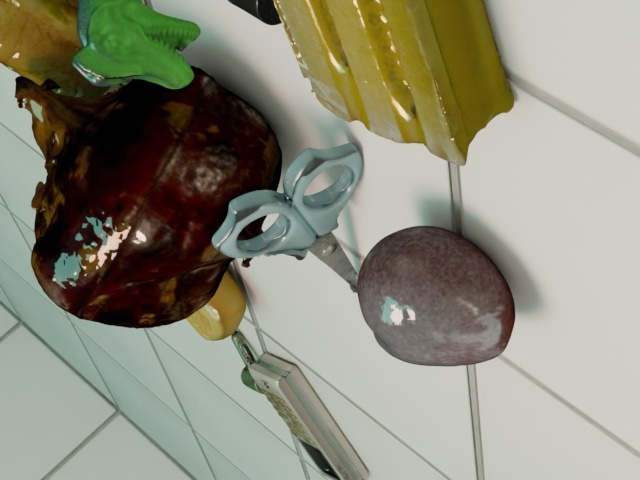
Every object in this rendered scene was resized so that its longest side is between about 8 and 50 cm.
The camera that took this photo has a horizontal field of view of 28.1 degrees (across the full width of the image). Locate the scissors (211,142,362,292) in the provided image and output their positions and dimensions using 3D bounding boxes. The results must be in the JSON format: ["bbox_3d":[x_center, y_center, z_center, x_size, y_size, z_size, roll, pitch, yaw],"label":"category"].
[{"bbox_3d":[0.001,0.001,1.517,0.029,0.191,0.360,56,-177,29],"label":"scissors"}]

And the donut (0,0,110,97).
[{"bbox_3d":[-0.361,-0.278,1.608,0.261,0.128,0.208,36,-174,-36],"label":"donut"}]

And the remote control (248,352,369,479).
[{"bbox_3d":[-0.021,0.322,2.240,0.103,0.055,0.277,16,143,57],"label":"remote control"}]

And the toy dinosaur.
[{"bbox_3d":[-0.326,-0.348,1.096,0.499,0.375,0.144,9,172,-27],"label":"toy dinosaur"}]

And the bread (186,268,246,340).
[{"bbox_3d":[-0.205,0.060,2.067,0.217,0.098,0.147,46,159,-2],"label":"bread"}]

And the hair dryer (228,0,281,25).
[{"bbox_3d":[-0.078,-0.312,1.180,0.124,0.071,0.219,37,151,27],"label":"hair dryer"}]

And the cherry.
[{"bbox_3d":[0.122,0.060,1.352,0.176,0.140,0.176,17,149,11],"label":"cherry"}]

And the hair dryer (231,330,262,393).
[{"bbox_3d":[-0.135,0.205,2.283,0.071,0.047,0.150,9,131,61],"label":"hair dryer"}]

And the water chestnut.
[{"bbox_3d":[-0.233,-0.072,1.536,0.347,0.335,0.335,36,164,-18],"label":"water chestnut"}]

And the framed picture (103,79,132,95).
[{"bbox_3d":[-0.274,-0.165,1.908,0.192,0.018,0.265,30,153,38],"label":"framed picture"}]

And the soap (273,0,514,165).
[{"bbox_3d":[0.038,-0.225,1.060,0.199,0.091,0.315,28,153,45],"label":"soap"}]
